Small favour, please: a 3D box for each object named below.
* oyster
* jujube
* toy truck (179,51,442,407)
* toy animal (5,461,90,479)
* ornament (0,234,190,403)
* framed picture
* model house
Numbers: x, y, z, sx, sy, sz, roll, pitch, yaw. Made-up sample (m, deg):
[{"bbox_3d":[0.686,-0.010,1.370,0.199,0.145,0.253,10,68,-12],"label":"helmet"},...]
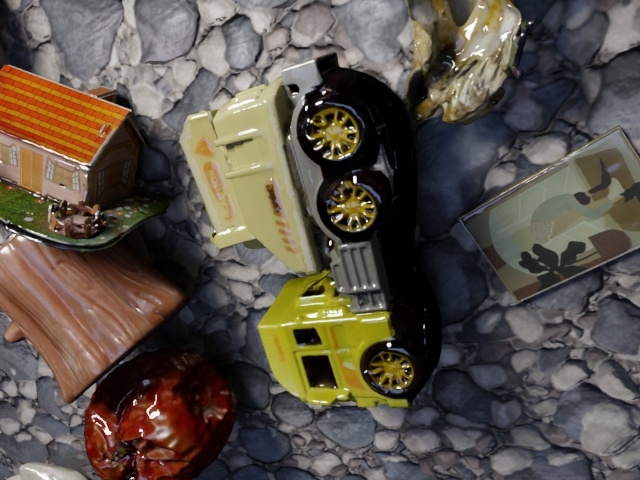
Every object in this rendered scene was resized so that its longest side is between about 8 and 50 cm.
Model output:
[{"bbox_3d":[0.142,-0.265,0.520,0.198,0.133,0.336,-5,119,9],"label":"oyster"},{"bbox_3d":[-0.251,0.276,0.881,0.232,0.213,0.213,-36,98,26],"label":"jujube"},{"bbox_3d":[0.000,0.000,0.668,0.254,0.180,0.404,-8,110,21],"label":"toy truck"},{"bbox_3d":[-0.517,0.604,1.174,0.308,0.188,0.266,30,100,17],"label":"toy animal"},{"bbox_3d":[-0.333,0.073,0.809,0.235,0.221,0.217,-40,93,17],"label":"ornament"},{"bbox_3d":[0.282,-0.022,0.651,0.201,0.010,0.136,-32,100,29],"label":"framed picture"},{"bbox_3d":[-0.356,-0.123,0.727,0.294,0.207,0.153,21,116,10],"label":"model house"}]
